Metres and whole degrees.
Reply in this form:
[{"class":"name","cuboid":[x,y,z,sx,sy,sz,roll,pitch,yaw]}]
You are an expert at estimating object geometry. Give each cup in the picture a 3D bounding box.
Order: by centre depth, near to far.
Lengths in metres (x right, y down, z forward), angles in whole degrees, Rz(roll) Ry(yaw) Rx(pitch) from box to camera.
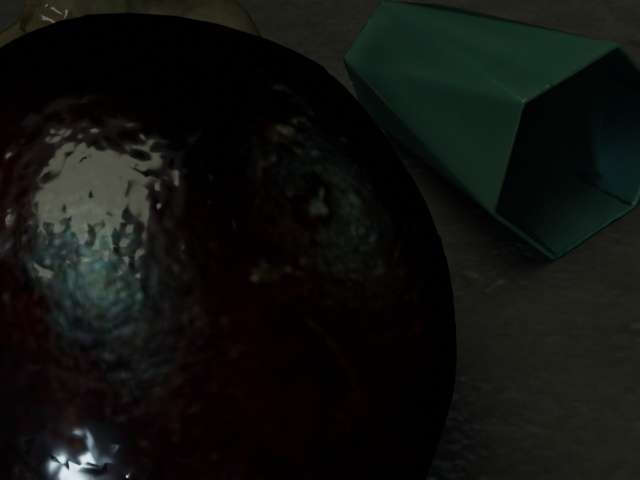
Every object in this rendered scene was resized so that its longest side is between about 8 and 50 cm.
[{"class":"cup","cuboid":[0.123,-0.104,0.668,0.134,0.148,0.236,-52,37,6]}]

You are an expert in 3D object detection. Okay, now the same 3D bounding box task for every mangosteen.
[{"class":"mangosteen","cuboid":[-0.090,0.040,0.452,0.330,0.330,0.330,-13,40,11]}]

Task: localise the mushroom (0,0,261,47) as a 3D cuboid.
[{"class":"mushroom","cuboid":[-0.206,-0.180,0.772,0.292,0.290,0.292,-11,37,8]}]
